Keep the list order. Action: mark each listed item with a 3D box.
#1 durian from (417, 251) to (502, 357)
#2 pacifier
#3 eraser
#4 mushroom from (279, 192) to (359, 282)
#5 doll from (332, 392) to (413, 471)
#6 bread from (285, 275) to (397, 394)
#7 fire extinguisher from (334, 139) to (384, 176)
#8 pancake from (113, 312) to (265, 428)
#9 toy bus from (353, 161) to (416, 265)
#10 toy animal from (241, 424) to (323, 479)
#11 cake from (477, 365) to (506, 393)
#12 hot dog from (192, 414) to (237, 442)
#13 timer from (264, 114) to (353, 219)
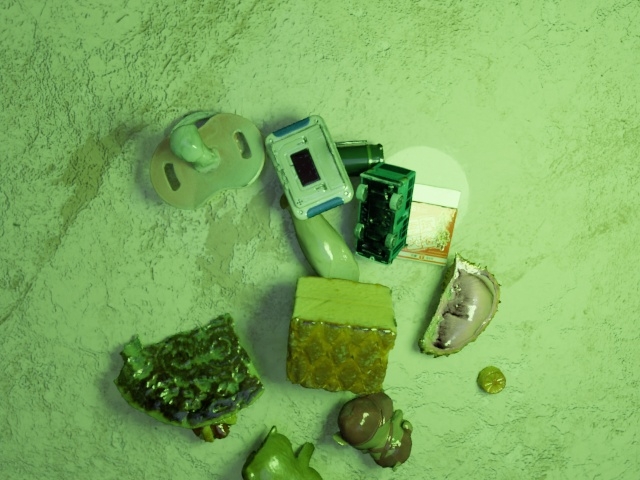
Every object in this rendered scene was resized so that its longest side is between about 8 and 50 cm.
[{"bbox_3d":[0.415,0.203,1.482,0.191,0.112,0.341,14,105,-13],"label":"durian"},{"bbox_3d":[-0.315,-0.225,1.343,0.332,0.273,0.220,-23,114,1],"label":"pacifier"},{"bbox_3d":[0.317,-0.048,1.475,0.157,0.038,0.230,9,97,-3],"label":"eraser"},{"bbox_3d":[0.000,0.000,1.430,0.128,0.128,0.350,-27,93,1],"label":"mushroom"},{"bbox_3d":[0.162,0.565,1.493,0.256,0.152,0.196,44,61,-22],"label":"doll"},{"bbox_3d":[0.051,0.264,1.381,0.279,0.207,0.279,4,127,0],"label":"bread"},{"bbox_3d":[0.031,-0.224,1.415,0.295,0.093,0.118,-4,139,-1],"label":"fire extinguisher"},{"bbox_3d":[-0.387,0.392,1.450,0.427,0.067,0.304,-14,68,-2],"label":"pancake"},{"bbox_3d":[0.179,-0.074,1.373,0.128,0.147,0.255,20,127,27],"label":"toy bus"},{"bbox_3d":[-0.070,0.735,1.500,0.363,0.180,0.181,38,101,-13],"label":"toy animal"},{"bbox_3d":[0.533,0.435,1.543,0.084,0.044,0.084,0,99,-3],"label":"cake"},{"bbox_3d":[-0.350,0.507,1.486,0.146,0.103,0.213,-44,93,6],"label":"hot dog"},{"bbox_3d":[-0.031,-0.195,1.331,0.178,0.078,0.253,-23,90,4],"label":"timer"}]
